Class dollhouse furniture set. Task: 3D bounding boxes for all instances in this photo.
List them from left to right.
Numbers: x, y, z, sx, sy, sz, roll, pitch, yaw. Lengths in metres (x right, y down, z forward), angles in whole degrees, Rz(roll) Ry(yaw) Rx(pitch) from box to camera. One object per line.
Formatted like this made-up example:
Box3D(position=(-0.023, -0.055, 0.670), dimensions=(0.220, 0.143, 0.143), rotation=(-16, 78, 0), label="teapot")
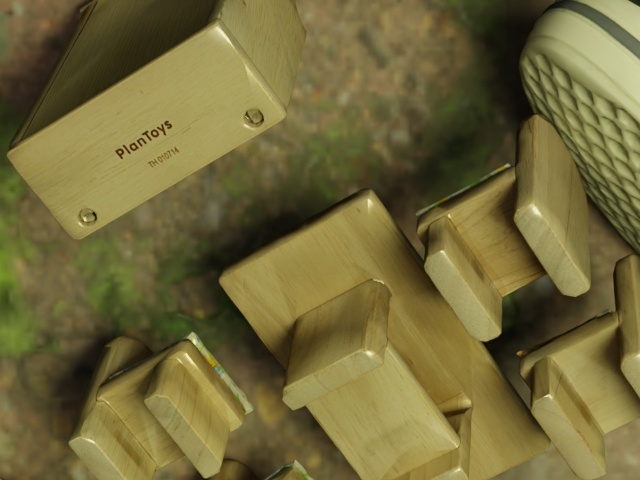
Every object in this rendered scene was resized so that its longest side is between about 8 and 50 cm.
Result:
Box3D(position=(0.000, 0.000, 0.788), dimensions=(0.212, 0.161, 0.242), rotation=(-29, 112, 19), label="dollhouse furniture set")

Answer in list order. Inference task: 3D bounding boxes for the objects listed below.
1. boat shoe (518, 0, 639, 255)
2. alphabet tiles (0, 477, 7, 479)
Box3D(position=(0.305, 0.025, 0.793), dimensions=(0.500, 0.187, 0.156), rotation=(31, 85, -8), label="boat shoe")
Box3D(position=(-0.156, 0.216, 0.784), dimensions=(0.198, 0.009, 0.237), rotation=(21, 88, 25), label="alphabet tiles")
